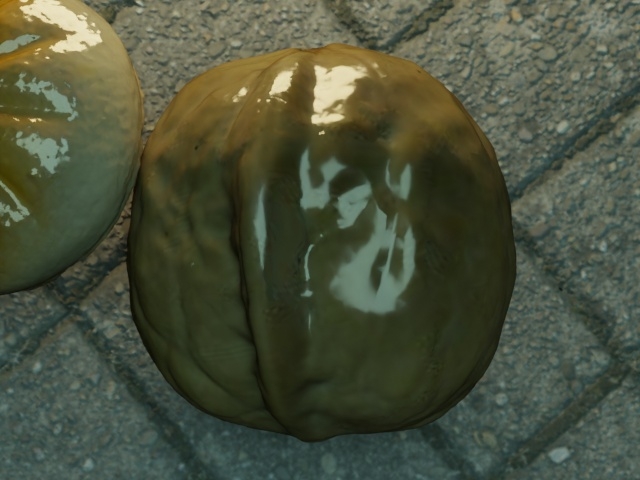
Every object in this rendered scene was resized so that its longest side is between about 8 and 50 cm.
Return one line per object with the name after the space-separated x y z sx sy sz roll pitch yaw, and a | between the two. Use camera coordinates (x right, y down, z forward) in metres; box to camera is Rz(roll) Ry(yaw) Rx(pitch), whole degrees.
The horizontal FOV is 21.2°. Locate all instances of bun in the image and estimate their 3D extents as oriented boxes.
-0.311 -0.097 1.534 0.299 0.165 0.299 -12 69 32 | bun

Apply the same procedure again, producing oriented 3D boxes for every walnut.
0.000 0.000 1.553 0.381 0.381 0.381 1 82 -8 | walnut
